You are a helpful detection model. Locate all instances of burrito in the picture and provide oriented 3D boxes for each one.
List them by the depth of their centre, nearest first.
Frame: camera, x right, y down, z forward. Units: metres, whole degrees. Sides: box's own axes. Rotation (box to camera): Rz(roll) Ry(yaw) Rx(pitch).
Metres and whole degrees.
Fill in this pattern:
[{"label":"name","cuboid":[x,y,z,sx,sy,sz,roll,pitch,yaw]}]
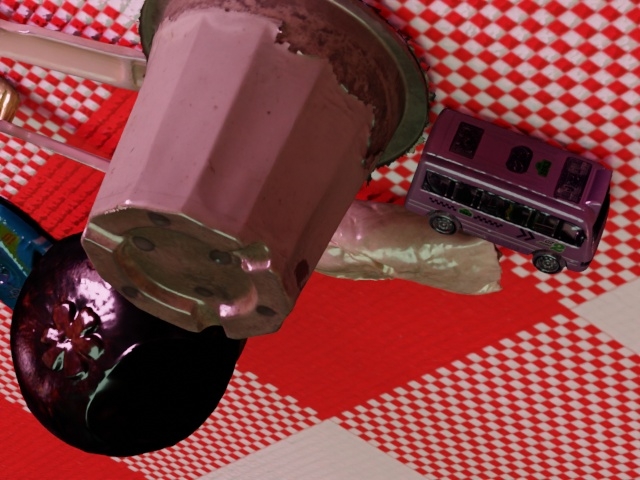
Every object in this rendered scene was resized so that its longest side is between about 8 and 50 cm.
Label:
[{"label":"burrito","cuboid":[0.000,0.000,1.561,0.392,0.076,0.117,7,150,22]}]

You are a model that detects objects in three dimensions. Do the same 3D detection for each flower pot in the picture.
[{"label":"flower pot","cuboid":[-0.066,-0.065,1.327,0.290,0.259,0.290,15,148,10]}]

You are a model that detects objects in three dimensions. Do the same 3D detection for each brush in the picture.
[{"label":"brush","cuboid":[-0.311,-0.206,1.478,0.321,0.050,0.060,14,146,-1]},{"label":"brush","cuboid":[-0.306,-0.128,1.586,0.313,0.067,0.072,21,-176,-13]}]

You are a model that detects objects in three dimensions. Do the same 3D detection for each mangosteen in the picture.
[{"label":"mangosteen","cuboid":[-0.202,0.115,1.728,0.233,0.287,0.287,49,176,48]}]

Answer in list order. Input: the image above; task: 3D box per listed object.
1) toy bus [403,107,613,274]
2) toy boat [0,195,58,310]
[{"label":"toy bus","cuboid":[0.172,-0.045,1.375,0.178,0.087,0.098,21,143,6]},{"label":"toy boat","cuboid":[-0.350,0.067,1.880,0.134,0.092,0.299,-12,134,39]}]
